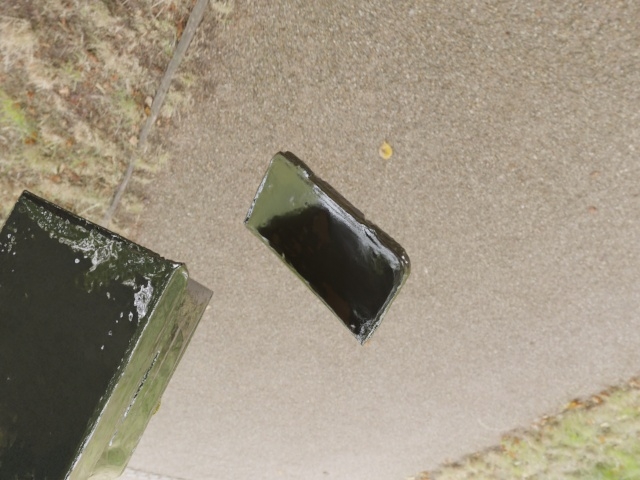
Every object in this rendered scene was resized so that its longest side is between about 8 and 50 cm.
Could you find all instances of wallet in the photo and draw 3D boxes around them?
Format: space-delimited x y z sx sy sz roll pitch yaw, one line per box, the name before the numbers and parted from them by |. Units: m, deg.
wallet | 0.000 0.000 0.747 0.042 0.309 0.165 -6 131 -49

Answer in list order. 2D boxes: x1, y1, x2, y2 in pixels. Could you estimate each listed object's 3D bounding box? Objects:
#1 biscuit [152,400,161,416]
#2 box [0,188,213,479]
biscuit | -0.365 0.324 0.982 0.084 0.084 0.023 26 132 -25
box | -0.355 0.151 0.698 0.251 0.345 0.204 24 170 7
